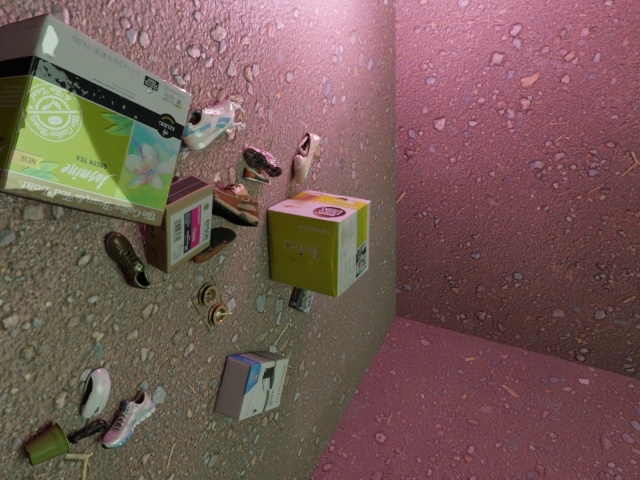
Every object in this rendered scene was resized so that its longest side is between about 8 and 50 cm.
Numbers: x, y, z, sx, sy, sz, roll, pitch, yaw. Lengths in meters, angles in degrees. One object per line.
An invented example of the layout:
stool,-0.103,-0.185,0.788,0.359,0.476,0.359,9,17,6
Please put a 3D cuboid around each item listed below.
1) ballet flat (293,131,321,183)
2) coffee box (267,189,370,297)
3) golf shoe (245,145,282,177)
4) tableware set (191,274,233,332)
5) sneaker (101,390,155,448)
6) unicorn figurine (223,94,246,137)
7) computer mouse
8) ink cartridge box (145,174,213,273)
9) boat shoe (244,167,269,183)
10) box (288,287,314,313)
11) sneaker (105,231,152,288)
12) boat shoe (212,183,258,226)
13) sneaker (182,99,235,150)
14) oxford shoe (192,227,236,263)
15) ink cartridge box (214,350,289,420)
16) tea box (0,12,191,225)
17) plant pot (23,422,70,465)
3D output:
ballet flat,-0.075,-0.370,1.951,0.086,0.086,0.248,52,52,-57
coffee box,0.000,0.000,1.935,0.334,0.337,0.338,-34,130,-55
golf shoe,-0.225,-0.310,1.689,0.186,0.067,0.086,32,29,-51
tableware set,-0.380,0.235,1.601,0.128,0.039,0.194,-56,146,-39
sneaker,-0.573,0.521,1.305,0.191,0.071,0.083,-51,137,-58
unicorn figurine,-0.301,-0.410,1.496,0.111,0.060,0.162,-3,87,-63
computer mouse,-0.614,0.448,1.208,0.106,0.042,0.193,11,90,-63
ink cartridge box,-0.413,-0.050,1.305,0.193,0.088,0.235,-42,152,-49
boat shoe,-0.239,-0.243,1.691,0.137,0.049,0.043,9,90,-59
box,-0.075,0.236,2.214,0.159,0.044,0.233,41,63,-61
sneaker,-0.515,0.057,1.218,0.066,0.071,0.188,-55,146,-40
boat shoe,-0.309,-0.136,1.527,0.324,0.122,0.120,36,62,-71
sneaker,-0.346,-0.377,1.374,0.229,0.087,0.092,-61,147,-36
oxford shoe,-0.370,0.016,1.525,0.076,0.076,0.212,-58,169,33
ink cartridge box,-0.276,0.595,1.852,0.307,0.129,0.223,20,82,-64
tea box,-0.496,-0.225,0.935,0.329,0.220,0.324,15,87,-56
plant pot,-0.673,0.505,1.084,0.079,0.083,0.083,-21,119,-46
